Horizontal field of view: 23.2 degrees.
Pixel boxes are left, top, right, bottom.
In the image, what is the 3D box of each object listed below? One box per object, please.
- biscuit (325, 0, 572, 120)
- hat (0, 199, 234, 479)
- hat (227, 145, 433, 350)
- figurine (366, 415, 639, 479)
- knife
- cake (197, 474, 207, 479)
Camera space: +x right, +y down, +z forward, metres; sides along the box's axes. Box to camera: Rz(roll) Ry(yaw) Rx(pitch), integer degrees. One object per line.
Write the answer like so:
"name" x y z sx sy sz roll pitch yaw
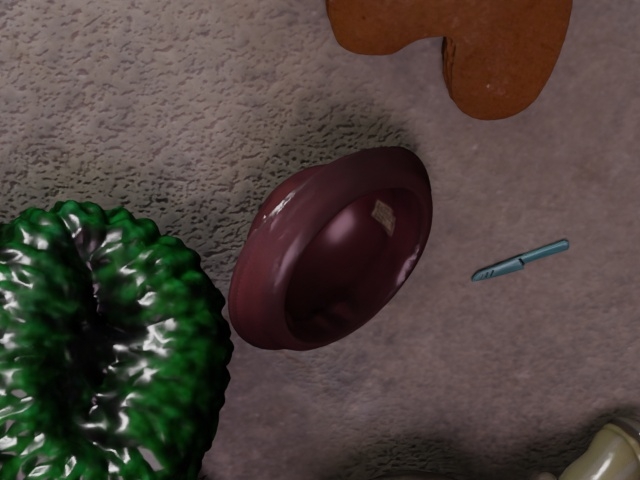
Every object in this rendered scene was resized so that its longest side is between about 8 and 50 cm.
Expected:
"biscuit" 0.096 -0.173 1.190 0.192 0.036 0.186 4 128 -7
"hat" -0.219 0.138 1.293 0.242 0.274 0.332 22 151 -9
"hat" 0.000 0.000 1.258 0.205 0.089 0.205 -31 142 -27
"figurine" 0.151 0.292 1.460 0.381 0.203 0.248 -23 142 -5
"knife" 0.174 0.019 1.360 0.091 0.005 0.014 -19 125 9
"cake" -0.128 0.395 1.452 0.172 0.158 0.283 -30 91 31
